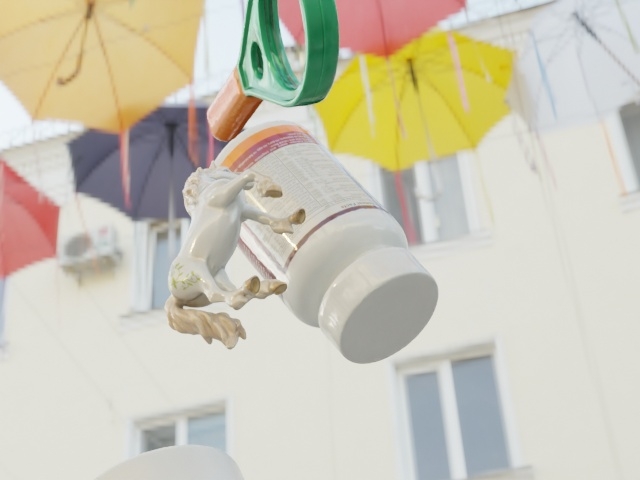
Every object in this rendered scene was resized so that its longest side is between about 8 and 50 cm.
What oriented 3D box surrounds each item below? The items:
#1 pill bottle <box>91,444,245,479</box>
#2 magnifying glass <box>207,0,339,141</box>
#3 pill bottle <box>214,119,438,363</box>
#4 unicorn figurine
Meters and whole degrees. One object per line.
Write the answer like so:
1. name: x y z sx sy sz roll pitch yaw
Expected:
1. pill bottle: -0.039 0.192 0.555 0.117 0.208 0.117 -18 -38 -15
2. magnifying glass: -0.034 -0.108 0.828 0.026 0.092 0.231 -12 -9 -21
3. pill bottle: 0.000 0.000 1.184 0.121 0.221 0.121 -24 -40 -22
4. unicorn figurine: -0.063 -0.007 0.913 0.111 0.162 0.060 2 -40 40
